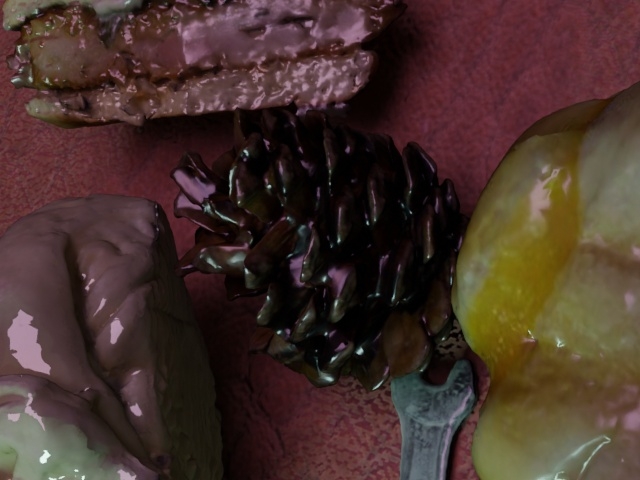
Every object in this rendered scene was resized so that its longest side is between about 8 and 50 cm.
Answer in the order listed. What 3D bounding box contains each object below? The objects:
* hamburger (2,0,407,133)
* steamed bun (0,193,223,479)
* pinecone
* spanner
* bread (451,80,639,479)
[{"bbox_3d":[-0.097,-0.161,1.325,0.282,0.245,0.155,-6,95,-11],"label":"hamburger"},{"bbox_3d":[-0.179,0.141,1.194,0.206,0.275,0.320,-8,52,10],"label":"steamed bun"},{"bbox_3d":[0.005,0.001,1.171,0.184,0.204,0.179,-3,64,50],"label":"pinecone"},{"bbox_3d":[0.061,0.218,1.171,0.071,0.017,0.302,-2,72,33],"label":"spanner"},{"bbox_3d":[0.243,0.056,0.993,0.341,0.210,0.301,19,96,36],"label":"bread"}]
